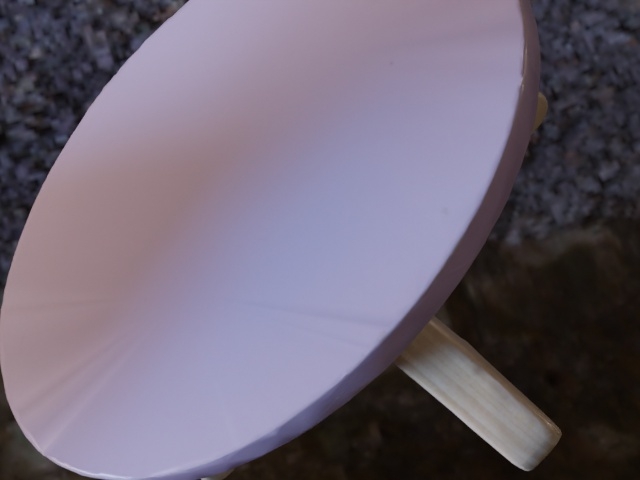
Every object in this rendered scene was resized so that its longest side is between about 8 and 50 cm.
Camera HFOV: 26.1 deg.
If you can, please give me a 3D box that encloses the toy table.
[{"bbox_3d":[0.000,0.000,0.628,0.274,0.252,0.161,-38,156,8],"label":"toy table"}]
